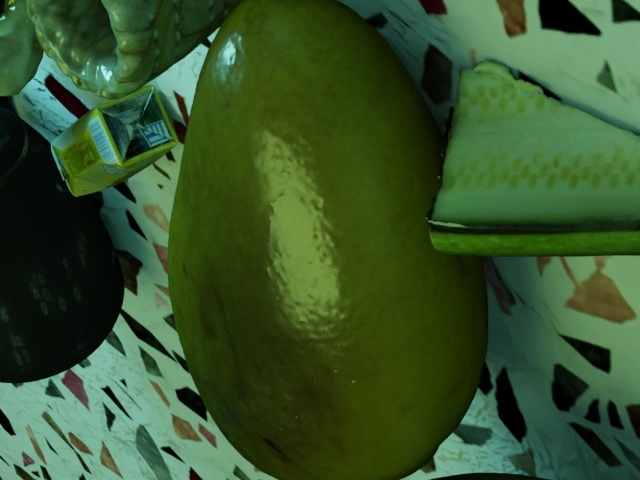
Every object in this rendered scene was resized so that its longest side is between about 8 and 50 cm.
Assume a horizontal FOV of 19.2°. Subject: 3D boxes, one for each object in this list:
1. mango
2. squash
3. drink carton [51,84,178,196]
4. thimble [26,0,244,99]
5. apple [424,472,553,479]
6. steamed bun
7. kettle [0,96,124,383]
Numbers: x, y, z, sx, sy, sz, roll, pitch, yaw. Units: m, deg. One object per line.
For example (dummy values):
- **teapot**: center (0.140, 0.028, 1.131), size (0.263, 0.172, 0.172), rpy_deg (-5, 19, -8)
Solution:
- **mango**: center (0.000, 0.000, 1.471), size (0.301, 0.220, 0.445), rpy_deg (39, 144, 46)
- **squash**: center (0.211, -0.043, 1.297), size (0.252, 0.169, 0.093), rpy_deg (-1, 137, 15)
- **drink carton**: center (-0.209, -0.088, 1.815), size (0.075, 0.084, 0.200), rpy_deg (63, 154, -1)
- **thimble**: center (-0.142, -0.211, 1.481), size (0.137, 0.143, 0.190), rpy_deg (43, 153, 14)
- **apple**: center (0.139, 0.404, 1.502), size (0.473, 0.473, 0.474), rpy_deg (37, 151, 25)
- **steamed bun**: center (-0.323, -0.232, 1.748), size (0.140, 0.172, 0.155), rpy_deg (8, 116, -1)
- **kettle**: center (-0.336, -0.042, 1.947), size (0.290, 0.207, 0.268), rpy_deg (76, -177, -48)
